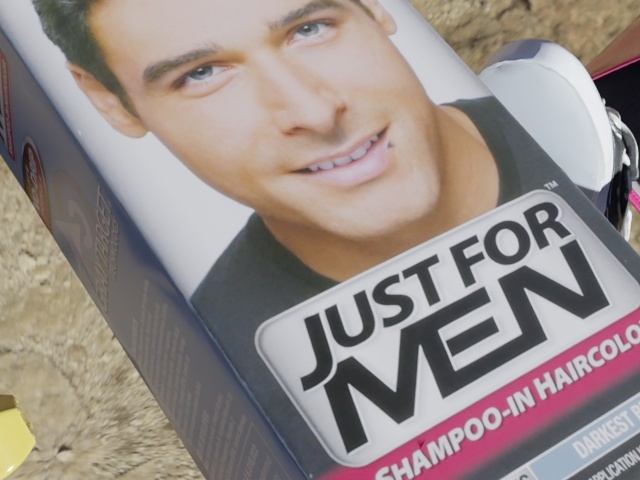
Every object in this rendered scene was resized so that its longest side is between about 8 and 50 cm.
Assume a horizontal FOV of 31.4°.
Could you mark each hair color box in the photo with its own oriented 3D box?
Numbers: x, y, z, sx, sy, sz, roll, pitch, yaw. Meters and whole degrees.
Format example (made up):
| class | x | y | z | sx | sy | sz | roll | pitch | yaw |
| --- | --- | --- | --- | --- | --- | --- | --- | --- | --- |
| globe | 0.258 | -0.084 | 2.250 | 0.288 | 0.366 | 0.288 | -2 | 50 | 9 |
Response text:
| class | x | y | z | sx | sy | sz | roll | pitch | yaw |
| --- | --- | --- | --- | --- | --- | --- | --- | --- | --- |
| hair color box | 0.000 | 0.000 | 0.529 | 0.185 | 0.113 | 0.374 | -25 | 63 | -26 |

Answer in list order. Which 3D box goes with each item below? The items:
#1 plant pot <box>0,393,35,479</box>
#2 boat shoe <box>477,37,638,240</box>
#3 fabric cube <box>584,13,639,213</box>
| class | x | y | z | sx | sy | sz | roll | pitch | yaw |
| --- | --- | --- | --- | --- | --- | --- | --- | --- | --- |
| plant pot | -0.359 | 0.214 | 1.241 | 0.083 | 0.081 | 0.081 | -27 | 109 | -12 |
| boat shoe | 0.189 | -0.055 | 0.867 | 0.113 | 0.306 | 0.105 | 8 | 57 | 32 |
| fabric cube | 0.396 | -0.121 | 0.879 | 0.258 | 0.259 | 0.254 | -42 | 97 | -22 |
